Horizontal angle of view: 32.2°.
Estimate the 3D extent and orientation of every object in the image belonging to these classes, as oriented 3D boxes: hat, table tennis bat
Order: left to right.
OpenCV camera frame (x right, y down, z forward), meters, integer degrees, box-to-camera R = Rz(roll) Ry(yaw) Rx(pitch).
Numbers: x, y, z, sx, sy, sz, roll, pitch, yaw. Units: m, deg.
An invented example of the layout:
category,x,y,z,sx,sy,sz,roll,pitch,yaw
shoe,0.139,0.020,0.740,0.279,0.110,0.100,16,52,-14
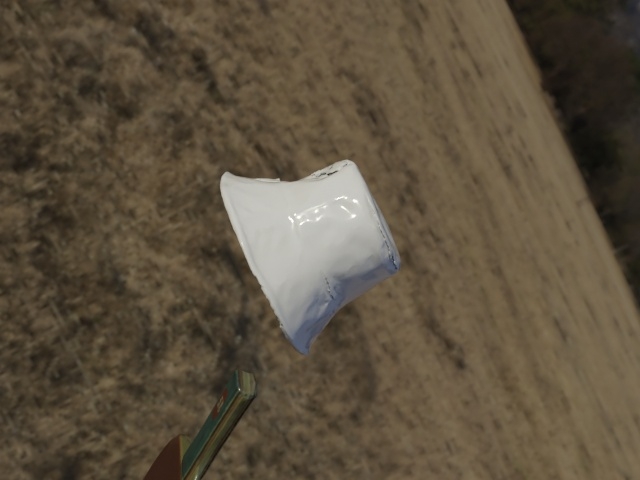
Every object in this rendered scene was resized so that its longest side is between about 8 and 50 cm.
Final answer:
category,x,y,z,sx,sy,sz,roll,pitch,yaw
table tennis bat,-0.127,0.222,0.967,0.021,0.274,0.154,23,25,-21
hat,0.000,0.000,1.050,0.203,0.126,0.203,-22,90,-84
